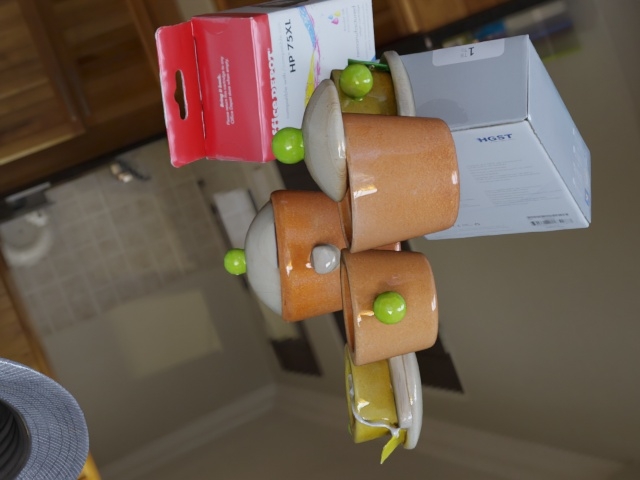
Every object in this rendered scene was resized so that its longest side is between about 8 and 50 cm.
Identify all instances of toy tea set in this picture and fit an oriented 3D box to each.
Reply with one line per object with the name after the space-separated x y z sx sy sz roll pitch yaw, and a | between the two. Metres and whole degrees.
0.000 0.000 0.747 0.124 0.200 0.336 -6 146 -5 | toy tea set

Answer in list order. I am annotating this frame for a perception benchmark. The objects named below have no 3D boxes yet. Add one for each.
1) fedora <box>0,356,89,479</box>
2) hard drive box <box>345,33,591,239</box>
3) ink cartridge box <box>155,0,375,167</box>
-0.310 0.119 0.817 0.275 0.124 0.244 -19 143 -10 | fedora
0.147 -0.089 1.146 0.181 0.089 0.232 -5 156 24 | hard drive box
-0.043 -0.153 1.111 0.078 0.134 0.231 8 -159 37 | ink cartridge box
